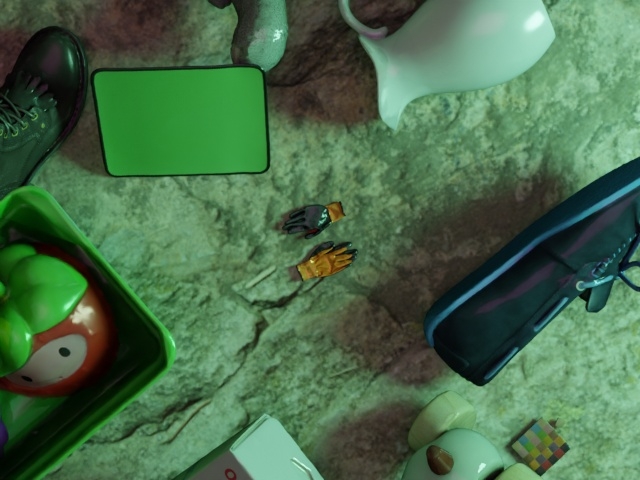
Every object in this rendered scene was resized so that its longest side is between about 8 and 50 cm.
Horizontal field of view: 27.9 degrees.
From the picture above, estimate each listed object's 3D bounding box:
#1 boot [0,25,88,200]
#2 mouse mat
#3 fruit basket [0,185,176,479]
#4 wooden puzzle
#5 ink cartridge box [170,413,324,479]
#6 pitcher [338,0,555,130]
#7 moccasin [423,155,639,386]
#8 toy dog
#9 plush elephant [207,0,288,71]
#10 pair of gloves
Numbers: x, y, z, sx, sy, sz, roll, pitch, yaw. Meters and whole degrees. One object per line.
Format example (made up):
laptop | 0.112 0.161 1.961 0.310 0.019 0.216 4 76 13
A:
boot | -0.341 -0.119 1.352 0.091 0.229 0.263 24 89 4
mouse mat | -0.151 -0.130 1.418 0.189 0.007 0.153 -2 133 -2
fruit basket | -0.364 0.127 1.289 0.392 0.392 0.283 -41 91 0
wooden puzzle | 0.251 0.236 1.471 0.083 0.006 0.049 -43 90 0
ink cartridge box | -0.093 0.306 1.377 0.212 0.093 0.154 -38 90 31
pitcher | 0.136 -0.241 1.415 0.207 0.125 0.178 -24 92 10
moccasin | 0.274 0.031 1.425 0.342 0.138 0.117 -37 95 14
toy dog | 0.093 0.320 1.377 0.220 0.161 0.334 16 84 34
plush elephant | -0.163 -0.375 1.347 0.255 0.272 0.330 -2 61 -14
pair of gloves | 0.000 0.000 1.467 0.074 0.010 0.083 -19 89 0
